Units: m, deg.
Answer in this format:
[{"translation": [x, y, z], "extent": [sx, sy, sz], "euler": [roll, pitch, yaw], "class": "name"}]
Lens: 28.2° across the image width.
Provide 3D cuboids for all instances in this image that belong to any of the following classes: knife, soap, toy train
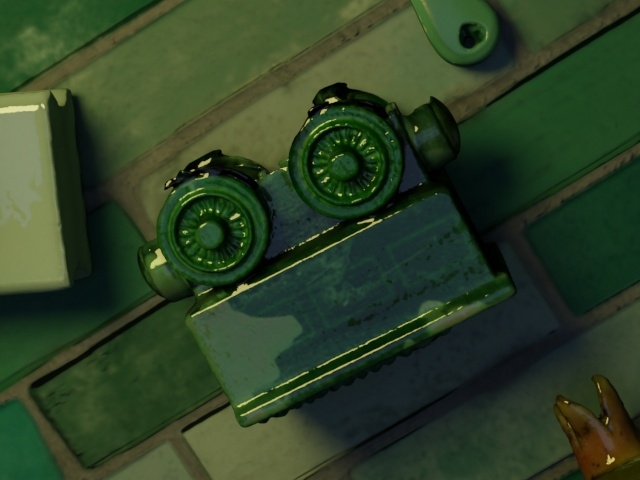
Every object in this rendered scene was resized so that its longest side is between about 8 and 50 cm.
[{"translation": [0.060, -0.251, 0.992], "extent": [0.063, 0.034, 0.260], "euler": [-33, 91, 4], "class": "knife"}, {"translation": [-0.328, -0.031, 1.023], "extent": [0.265, 0.087, 0.160], "euler": [-4, 98, 5], "class": "soap"}, {"translation": [0.000, 0.000, 0.976], "extent": [0.266, 0.145, 0.202], "euler": [-28, 99, 8], "class": "toy train"}]

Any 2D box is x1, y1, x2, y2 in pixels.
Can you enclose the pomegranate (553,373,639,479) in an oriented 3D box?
[{"translation": [0.257, 0.223, 0.962], "extent": [0.198, 0.198, 0.246], "euler": [-20, 94, 7], "class": "pomegranate"}]
